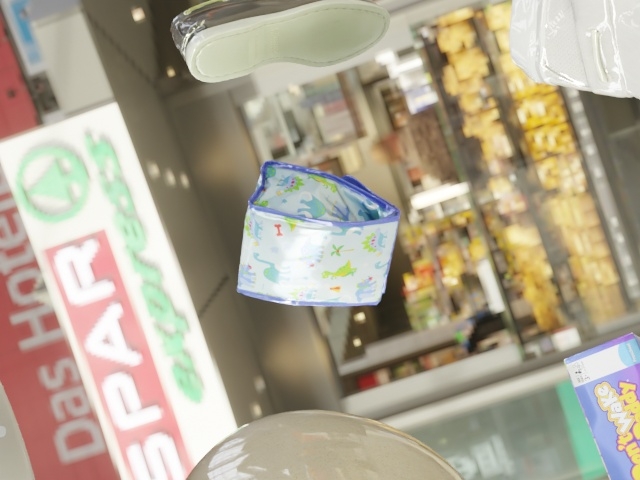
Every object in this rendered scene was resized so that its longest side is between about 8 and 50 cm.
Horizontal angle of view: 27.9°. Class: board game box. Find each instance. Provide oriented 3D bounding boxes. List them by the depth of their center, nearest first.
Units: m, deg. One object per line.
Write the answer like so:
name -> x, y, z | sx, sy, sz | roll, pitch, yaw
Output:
board game box -> 0.380, 0.237, 1.425 | 0.347, 0.078, 0.233 | 23, -134, -66

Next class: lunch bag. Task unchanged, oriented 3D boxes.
lunch bag -> 0.000, 0.000, 1.320 | 0.096, 0.151, 0.128 | -71, -7, -46

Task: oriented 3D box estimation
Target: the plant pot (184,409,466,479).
plant pot -> 0.037, 0.267, 1.016 | 0.191, 0.284, 0.284 | -23, 85, 58

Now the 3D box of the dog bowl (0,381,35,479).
dog bowl -> -0.323, 0.199, 1.040 | 0.349, 0.102, 0.348 | 31, 129, 49

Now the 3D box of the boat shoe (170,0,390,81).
boat shoe -> -0.039, -0.220, 1.312 | 0.068, 0.228, 0.081 | 56, 148, 38

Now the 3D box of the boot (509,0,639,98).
boot -> 0.181, -0.198, 0.731 | 0.095, 0.123, 0.258 | -43, -39, -39
